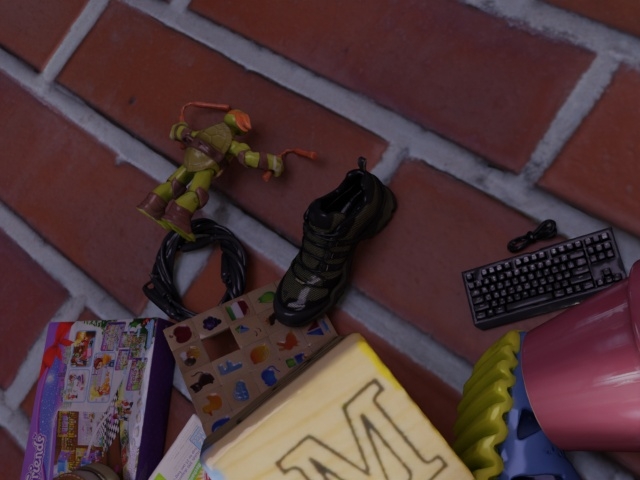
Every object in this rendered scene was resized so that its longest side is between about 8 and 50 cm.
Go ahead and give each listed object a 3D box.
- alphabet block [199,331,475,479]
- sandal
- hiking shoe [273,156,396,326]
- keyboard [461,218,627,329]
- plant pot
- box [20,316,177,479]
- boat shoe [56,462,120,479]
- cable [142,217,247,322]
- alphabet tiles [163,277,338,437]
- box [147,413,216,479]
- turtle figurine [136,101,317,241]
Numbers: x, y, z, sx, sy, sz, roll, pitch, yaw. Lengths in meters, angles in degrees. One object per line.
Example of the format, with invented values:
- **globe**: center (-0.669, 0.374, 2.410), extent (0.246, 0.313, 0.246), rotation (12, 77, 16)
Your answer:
- **alphabet block**: center (0.009, 0.229, 0.896), extent (0.197, 0.192, 0.193), rotation (-38, 89, -9)
- **sandal**: center (0.212, 0.248, 0.900), extent (0.138, 0.126, 0.317), rotation (12, 65, -6)
- **hiking shoe**: center (0.000, 0.000, 1.086), extent (0.086, 0.114, 0.226), rotation (26, 77, 35)
- **keyboard**: center (0.254, 0.031, 1.002), extent (0.180, 0.023, 0.108), rotation (-18, 63, 21)
- **plant pot**: center (0.306, 0.124, 0.843), extent (0.180, 0.201, 0.201), rotation (-22, 61, 33)
- **box**: center (-0.310, 0.256, 1.199), extent (0.201, 0.057, 0.293), rotation (-4, 69, 26)
- **boat shoe**: center (-0.322, 0.433, 1.068), extent (0.113, 0.103, 0.302), rotation (6, 94, 26)
- **cable**: center (-0.164, 0.052, 1.212), extent (0.184, 0.047, 0.150), rotation (32, 83, 38)
- **alphabet tiles**: center (-0.068, 0.157, 1.067), extent (0.198, 0.009, 0.237), rotation (-23, 50, -11)
- **box**: center (-0.150, 0.331, 1.055), extent (0.114, 0.103, 0.203), rotation (33, 88, 33)
- **turtle figurine**: center (-0.152, -0.107, 1.219), extent (0.270, 0.087, 0.217), rotation (25, 75, 31)
